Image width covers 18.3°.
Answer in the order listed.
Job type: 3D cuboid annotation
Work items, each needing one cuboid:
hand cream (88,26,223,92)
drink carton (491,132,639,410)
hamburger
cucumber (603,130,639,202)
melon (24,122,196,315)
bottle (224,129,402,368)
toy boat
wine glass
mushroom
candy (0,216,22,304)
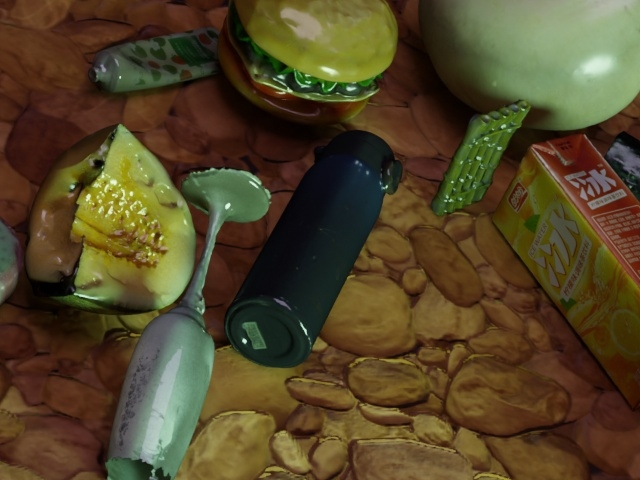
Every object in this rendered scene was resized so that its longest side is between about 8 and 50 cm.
[{"bbox_3d":[-0.136,-0.157,1.733,0.165,0.037,0.057,-18,57,-43],"label":"hand cream"},{"bbox_3d":[0.242,0.023,1.669,0.071,0.096,0.223,-14,56,-33],"label":"drink carton"},{"bbox_3d":[-0.014,-0.175,1.735,0.162,0.115,0.162,16,41,-15],"label":"hamburger"},{"bbox_3d":[0.343,-0.018,1.777,0.211,0.062,0.078,32,43,8],"label":"cucumber"},{"bbox_3d":[-0.163,0.005,1.532,0.128,0.079,0.160,33,49,-27],"label":"melon"},{"bbox_3d":[0.000,0.000,1.600,0.082,0.072,0.244,2,38,20],"label":"bottle"},{"bbox_3d":[0.136,-0.071,1.700,0.063,0.115,0.016,-22,58,-37],"label":"toy boat"},{"bbox_3d":[-0.102,0.069,1.464,0.074,0.074,0.262,19,58,-6],"label":"wine glass"},{"bbox_3d":[0.219,-0.206,1.825,0.246,0.202,0.246,-12,59,21],"label":"mushroom"},{"bbox_3d":[-0.275,0.014,1.490,0.103,0.043,0.103,11,43,-11],"label":"candy"}]
